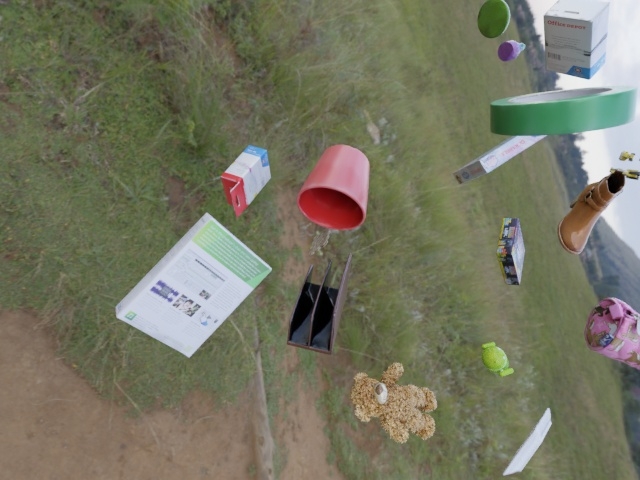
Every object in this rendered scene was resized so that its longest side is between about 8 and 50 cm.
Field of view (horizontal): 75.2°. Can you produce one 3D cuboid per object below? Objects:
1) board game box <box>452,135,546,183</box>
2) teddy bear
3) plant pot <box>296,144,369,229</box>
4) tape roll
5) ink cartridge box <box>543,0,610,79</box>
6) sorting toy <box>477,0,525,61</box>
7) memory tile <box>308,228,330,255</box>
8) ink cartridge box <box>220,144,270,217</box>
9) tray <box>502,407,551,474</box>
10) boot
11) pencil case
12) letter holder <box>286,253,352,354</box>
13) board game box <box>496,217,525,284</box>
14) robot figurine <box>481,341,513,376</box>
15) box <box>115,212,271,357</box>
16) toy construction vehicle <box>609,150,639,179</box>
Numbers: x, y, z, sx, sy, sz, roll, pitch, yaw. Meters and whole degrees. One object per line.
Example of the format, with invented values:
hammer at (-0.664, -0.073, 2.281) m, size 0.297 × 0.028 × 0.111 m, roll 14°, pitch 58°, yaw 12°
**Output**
board game box at (0.760, -0.368, 1.765) m, size 0.066 × 0.317 × 0.319 m, roll 58°, pitch 0°, yaw 0°
teddy bear at (0.266, 0.549, 1.403) m, size 0.338 × 0.113 × 0.245 m, roll 39°, pitch 61°, yaw -11°
plant pot at (0.068, -0.212, 1.593) m, size 0.275 × 0.274 × 0.243 m, roll 49°, pitch 48°, yaw -44°
tape roll at (0.602, -0.331, 1.053) m, size 0.321 × 0.321 × 0.077 m, roll -44°, pitch 129°, yaw -57°
ink cartridge box at (0.715, -0.565, 1.166) m, size 0.082 × 0.139 × 0.191 m, roll -44°, pitch 138°, yaw -5°
sorting toy at (0.646, -0.830, 1.496) m, size 0.126 × 0.127 × 0.366 m, roll -24°, pitch 91°, yaw -25°
memory tile at (0.000, 0.000, 1.770) m, size 0.012 × 0.113 × 0.148 m, roll 42°, pitch 32°, yaw -16°
ink cartridge box at (-0.269, -0.208, 1.454) m, size 0.231 × 0.077 × 0.134 m, roll -58°, pitch 159°, yaw -35°
tray at (0.544, 0.518, 1.069) m, size 0.270 × 0.030 × 0.145 m, roll 15°, pitch 106°, yaw -55°
boot at (0.971, -0.101, 1.473) m, size 0.283 × 0.109 × 0.220 m, roll -54°, pitch 171°, yaw -23°
pencil case at (0.928, 0.296, 1.102) m, size 0.167 × 0.385 × 0.160 m, roll -21°, pitch 134°, yaw -77°
letter holder at (0.004, 0.186, 1.400) m, size 0.302 × 0.151 × 0.215 m, roll -69°, pitch 168°, yaw -53°
board game box at (0.603, 0.037, 1.309) m, size 0.170 × 0.048 × 0.141 m, roll 53°, pitch 51°, yaw -41°
robot figurine at (0.502, 0.344, 1.194) m, size 0.115 × 0.067 × 0.101 m, roll 44°, pitch 18°, yaw -49°
box at (-0.312, 0.119, 1.057) m, size 0.322 × 0.058 × 0.232 m, roll -46°, pitch 126°, yaw -3°
toy construction vehicle at (0.908, -0.225, 1.204) m, size 0.035 × 0.098 × 0.086 m, roll 17°, pitch 101°, yaw -34°
